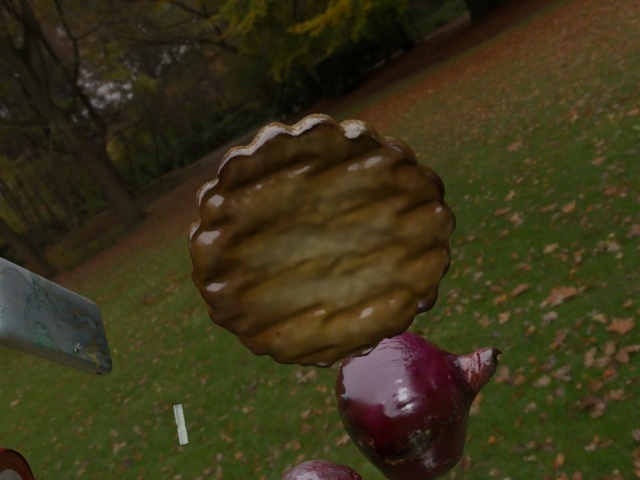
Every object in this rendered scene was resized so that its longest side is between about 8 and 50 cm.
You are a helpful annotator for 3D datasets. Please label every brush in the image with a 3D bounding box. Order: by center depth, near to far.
[{"bbox_3d":[-0.258,0.342,1.369,0.016,0.013,0.083,-5,47,-18],"label":"brush"}]

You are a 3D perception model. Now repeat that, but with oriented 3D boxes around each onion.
[{"bbox_3d":[0.227,0.337,1.623,0.385,0.347,0.348,-29,11,13],"label":"onion"}]

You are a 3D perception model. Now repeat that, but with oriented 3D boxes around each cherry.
[{"bbox_3d":[-0.009,0.506,1.392,0.192,0.175,0.250,-1,-10,26],"label":"cherry"}]

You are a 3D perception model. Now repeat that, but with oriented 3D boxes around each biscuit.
[{"bbox_3d":[0.000,0.000,0.907,0.326,0.325,0.107,-30,24,5],"label":"biscuit"}]

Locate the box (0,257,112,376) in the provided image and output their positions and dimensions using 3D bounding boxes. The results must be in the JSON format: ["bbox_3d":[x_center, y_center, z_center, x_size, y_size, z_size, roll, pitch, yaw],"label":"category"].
[{"bbox_3d":[-0.422,0.123,1.148,0.044,0.142,0.285,-28,-26,7],"label":"box"}]

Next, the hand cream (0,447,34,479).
[{"bbox_3d":[-0.538,0.434,1.131,0.150,0.230,0.230,-10,12,2],"label":"hand cream"}]
